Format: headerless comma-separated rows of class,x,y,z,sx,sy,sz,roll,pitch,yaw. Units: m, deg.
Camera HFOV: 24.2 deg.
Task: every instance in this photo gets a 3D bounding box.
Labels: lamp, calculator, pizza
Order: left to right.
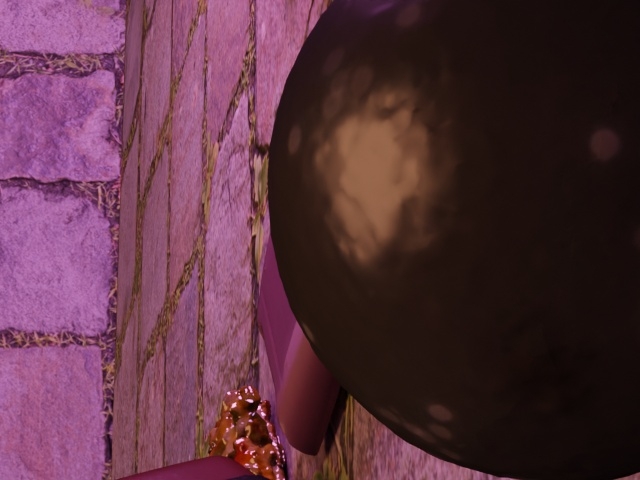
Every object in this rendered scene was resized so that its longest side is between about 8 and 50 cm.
pizza,-0.067,0.226,1.265,0.226,0.069,0.147,-106,26,-57
calculator,-0.002,0.000,1.098,0.194,0.043,0.294,-105,24,-57
lamp,0.084,-0.039,0.532,0.314,0.181,0.182,-64,-16,-67

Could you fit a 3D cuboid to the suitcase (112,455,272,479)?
suitcase,-0.118,0.317,1.071,0.161,0.236,0.297,29,120,42
